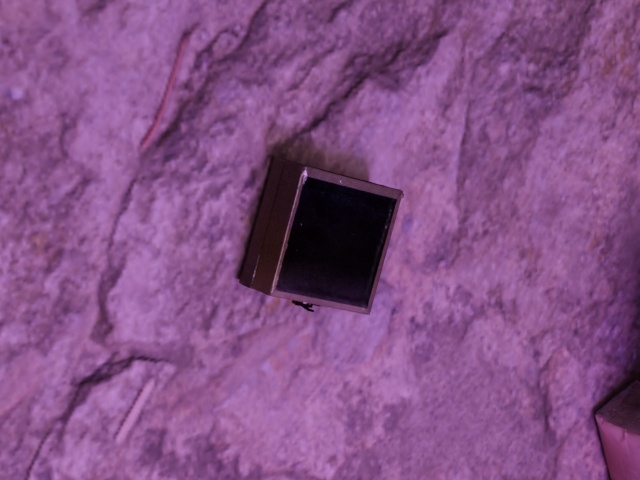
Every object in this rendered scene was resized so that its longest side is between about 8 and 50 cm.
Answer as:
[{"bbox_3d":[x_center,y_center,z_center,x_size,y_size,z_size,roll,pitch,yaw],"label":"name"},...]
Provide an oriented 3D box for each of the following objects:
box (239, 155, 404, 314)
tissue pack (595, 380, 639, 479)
[{"bbox_3d":[0.000,0.000,0.931,0.079,0.035,0.083,12,94,-38],"label":"box"},{"bbox_3d":[0.242,0.156,1.127,0.058,0.074,0.094,-31,116,-26],"label":"tissue pack"}]
